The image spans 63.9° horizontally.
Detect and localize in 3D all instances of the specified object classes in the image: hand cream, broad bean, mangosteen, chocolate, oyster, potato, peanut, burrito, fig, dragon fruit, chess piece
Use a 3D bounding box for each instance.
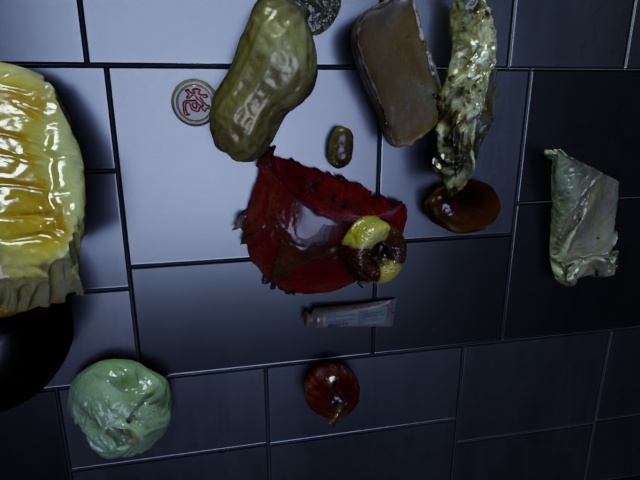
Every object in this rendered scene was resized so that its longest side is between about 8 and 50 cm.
[{"bbox_3d":[0.067,0.163,1.117,0.209,0.043,0.067,-1,108,-18],"label":"hand cream"},{"bbox_3d":[0.301,-0.071,1.074,0.165,0.084,0.114,-14,104,-14],"label":"broad bean"},{"bbox_3d":[-0.569,0.187,0.893,0.274,0.275,0.302,-7,143,-10],"label":"mangosteen"},{"bbox_3d":[0.134,-0.312,0.966,0.161,0.083,0.262,-32,116,-21],"label":"chocolate"},{"bbox_3d":[0.282,-0.280,0.983,0.110,0.204,0.397,8,97,24],"label":"oyster"},{"bbox_3d":[0.040,-0.182,1.006,0.051,0.040,0.084,0,107,-18],"label":"potato"},{"bbox_3d":[-0.092,-0.272,0.885,0.143,0.159,0.292,16,104,-46],"label":"peanut"},{"bbox_3d":[0.578,-0.060,1.130,0.174,0.107,0.348,-24,113,-21],"label":"burrito"},{"bbox_3d":[0.020,0.326,1.110,0.128,0.150,0.129,-3,81,18],"label":"fig"},{"bbox_3d":[0.000,0.000,1.026,0.343,0.100,0.283,18,106,-16],"label":"dragon fruit"},{"bbox_3d":[-0.227,-0.249,0.929,0.083,0.038,0.084,-3,105,-13],"label":"chess piece"}]

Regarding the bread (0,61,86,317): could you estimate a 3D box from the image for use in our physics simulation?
[{"bbox_3d":[-0.494,-0.080,0.782,0.235,0.183,0.389,2,63,-36],"label":"bread"}]

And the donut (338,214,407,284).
[{"bbox_3d":[0.106,0.024,0.987,0.140,0.059,0.141,-10,110,-29],"label":"donut"}]

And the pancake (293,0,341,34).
[{"bbox_3d":[-0.015,-0.432,0.932,0.107,0.017,0.108,-3,103,-11],"label":"pancake"}]

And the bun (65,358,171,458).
[{"bbox_3d":[-0.403,0.346,1.021,0.212,0.126,0.204,25,98,-17],"label":"bun"}]
